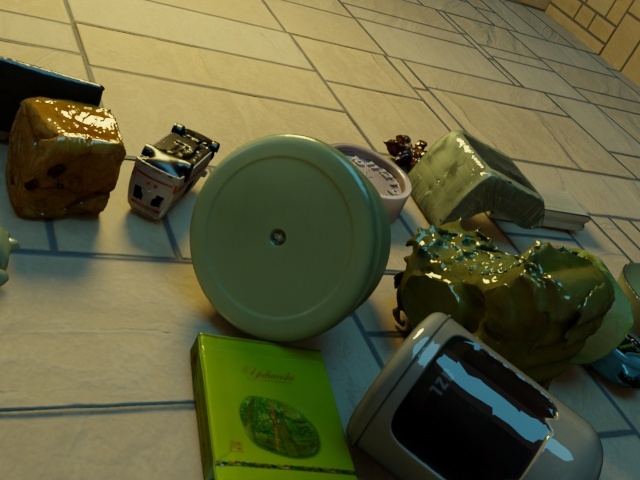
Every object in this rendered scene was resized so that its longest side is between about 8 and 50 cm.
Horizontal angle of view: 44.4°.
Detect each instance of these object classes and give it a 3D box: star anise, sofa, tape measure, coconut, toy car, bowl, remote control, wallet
[{"bbox_3d":[0.218,-0.196,1.822,0.168,0.057,0.168,13,27,-7],"label":"star anise"},{"bbox_3d":[0.334,-0.099,1.691,0.225,0.176,0.210,20,29,-37],"label":"sofa"},{"bbox_3d":[0.549,0.209,1.436,0.125,0.081,0.146,2,38,-38],"label":"tape measure"},{"bbox_3d":[0.409,0.104,1.356,0.236,0.205,0.235,32,39,-30],"label":"coconut"},{"bbox_3d":[-0.247,-0.119,1.329,0.089,0.108,0.209,24,27,1],"label":"toy car"},{"bbox_3d":[0.675,0.151,1.582,0.212,0.112,0.211,19,31,-12],"label":"bowl"},{"bbox_3d":[0.496,-0.082,1.852,0.277,0.055,0.103,6,37,-24],"label":"remote control"},{"bbox_3d":[-0.517,-0.229,1.241,0.321,0.170,0.044,12,57,-21],"label":"wallet"}]

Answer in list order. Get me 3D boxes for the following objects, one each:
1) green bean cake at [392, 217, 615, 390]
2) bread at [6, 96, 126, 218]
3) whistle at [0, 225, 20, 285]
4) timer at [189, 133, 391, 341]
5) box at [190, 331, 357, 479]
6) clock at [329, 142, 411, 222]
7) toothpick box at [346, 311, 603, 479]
[{"bbox_3d":[0.253,0.084,1.218,0.202,0.285,0.310,-11,46,-38],"label":"green bean cake"},{"bbox_3d":[-0.391,-0.126,1.200,0.143,0.149,0.158,4,32,-35],"label":"bread"},{"bbox_3d":[-0.440,0.041,0.954,0.102,0.105,0.253,-11,30,0],"label":"whistle"},{"bbox_3d":[0.000,0.000,1.221,0.291,0.290,0.315,39,13,19],"label":"timer"},{"bbox_3d":[-0.054,0.255,0.968,0.187,0.047,0.335,11,35,-23],"label":"box"},{"bbox_3d":[0.084,-0.117,1.594,0.197,0.068,0.196,19,32,-12],"label":"clock"},{"bbox_3d":[0.211,0.265,1.009,0.316,0.229,0.229,36,33,12],"label":"toothpick box"}]
